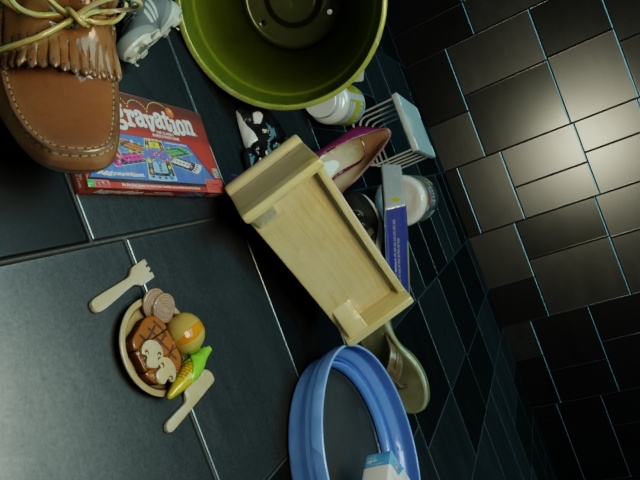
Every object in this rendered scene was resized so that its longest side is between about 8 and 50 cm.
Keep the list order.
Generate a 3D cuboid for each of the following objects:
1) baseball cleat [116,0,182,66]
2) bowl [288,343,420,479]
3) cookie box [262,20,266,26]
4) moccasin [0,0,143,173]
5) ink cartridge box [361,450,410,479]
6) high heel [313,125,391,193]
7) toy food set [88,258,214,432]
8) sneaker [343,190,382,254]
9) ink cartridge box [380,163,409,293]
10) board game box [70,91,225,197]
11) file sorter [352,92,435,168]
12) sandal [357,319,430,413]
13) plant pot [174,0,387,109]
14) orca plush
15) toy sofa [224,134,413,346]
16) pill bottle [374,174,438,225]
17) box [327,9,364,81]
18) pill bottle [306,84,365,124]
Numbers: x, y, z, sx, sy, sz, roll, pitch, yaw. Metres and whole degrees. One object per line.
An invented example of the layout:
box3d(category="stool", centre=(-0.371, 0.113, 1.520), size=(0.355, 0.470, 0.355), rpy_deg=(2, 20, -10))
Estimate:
box3d(category="baseball cleat", centre=(-0.282, -0.338, 0.817), size=(0.109, 0.072, 0.205), rpy_deg=(43, 28, -21))
box3d(category="bowl", centre=(0.069, 0.384, 0.961), size=(0.391, 0.077, 0.390), rpy_deg=(47, 32, -42))
box3d(category="cookie box", centre=(-0.088, -0.538, 1.320), size=(0.040, 0.107, 0.091), rpy_deg=(55, 27, -30))
box3d(category="moccasin", centre=(-0.280, -0.248, 0.589), size=(0.139, 0.147, 0.379), rpy_deg=(5, 63, -31))
box3d(category="ink cartridge box", centre=(0.102, 0.412, 0.848), size=(0.088, 0.052, 0.122), rpy_deg=(60, 24, -20))
box3d(category="high heel", centre=(0.057, -0.180, 1.253), size=(0.127, 0.182, 0.377), rpy_deg=(59, 26, -23))
box3d(category="toy food set", centre=(-0.189, 0.124, 0.660), size=(0.192, 0.039, 0.132), rpy_deg=(63, 24, -14))
box3d(category="sneaker", centre=(0.080, -0.006, 1.268), size=(0.124, 0.107, 0.283), rpy_deg=(26, 48, -50))
box3d(category="ink cartridge box", centre=(0.198, 0.001, 1.408), size=(0.307, 0.072, 0.303), rpy_deg=(-86, 170, -55))
box3d(category="board game box", centre=(-0.244, -0.133, 0.764), size=(0.281, 0.027, 0.144), rpy_deg=(-9, 78, -66))
box3d(category="file sorter", centre=(0.248, -0.347, 1.807), size=(0.278, 0.173, 0.192), rpy_deg=(-9, 78, -66))
box3d(category="sandal", centre=(0.124, 0.245, 1.159), size=(0.302, 0.120, 0.086), rpy_deg=(60, 30, -2))
box3d(category="plant pot", centre=(-0.065, -0.483, 1.088), size=(0.366, 0.367, 0.353), rpy_deg=(59, 14, -22))
box3d(category="orca plush", centre=(-0.067, -0.143, 1.057), size=(0.151, 0.102, 0.287), rpy_deg=(2, 70, -65))
box3d(category="toy sofa", centre=(0.000, 0.000, 0.948), size=(0.362, 0.150, 0.177), rpy_deg=(53, 0, -33))
box3d(category="pill bottle", centre=(0.288, -0.132, 1.736), size=(0.278, 0.162, 0.162), rpy_deg=(-17, 87, -66))
box3d(category="box", centre=(0.043, -0.553, 1.448), size=(0.232, 0.149, 0.126), rpy_deg=(90, -6, -57))
box3d(category="pill bottle", centre=(0.036, -0.367, 1.439), size=(0.208, 0.118, 0.117), rpy_deg=(-25, 95, -66))
